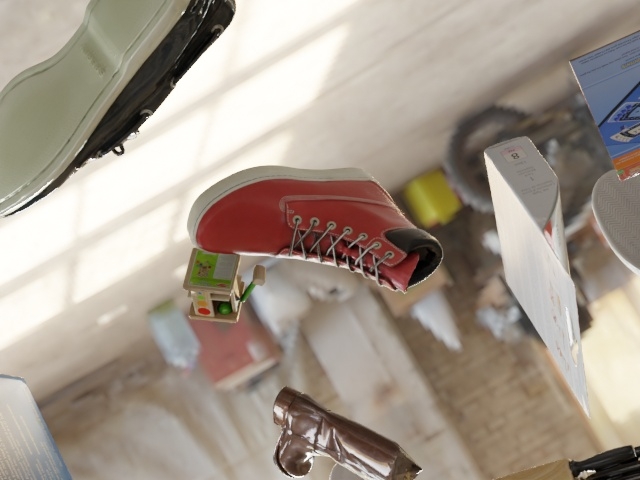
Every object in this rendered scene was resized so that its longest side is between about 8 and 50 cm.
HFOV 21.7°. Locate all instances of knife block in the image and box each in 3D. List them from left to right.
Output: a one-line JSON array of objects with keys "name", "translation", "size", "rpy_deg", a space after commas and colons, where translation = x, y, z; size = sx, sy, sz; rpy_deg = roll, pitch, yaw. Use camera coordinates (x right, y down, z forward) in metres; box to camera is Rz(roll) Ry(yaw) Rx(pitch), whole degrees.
[{"name": "knife block", "translation": [0.315, 0.339, 2.271], "size": [0.242, 0.276, 0.088], "rpy_deg": [-61, 151, 0]}]

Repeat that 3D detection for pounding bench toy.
[{"name": "pounding bench toy", "translation": [-0.095, 0.051, 1.752], "size": [0.083, 0.052, 0.065], "rpy_deg": [5, 144, 8]}]

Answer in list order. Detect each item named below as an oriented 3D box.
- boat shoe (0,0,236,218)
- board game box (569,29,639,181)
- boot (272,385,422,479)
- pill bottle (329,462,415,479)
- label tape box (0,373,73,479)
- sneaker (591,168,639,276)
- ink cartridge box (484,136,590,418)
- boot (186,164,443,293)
[{"name": "boat shoe", "translation": [-0.205, -0.135, 1.572], "size": [0.113, 0.127, 0.340], "rpy_deg": [15, 122, -49]}, {"name": "board game box", "translation": [0.407, -0.177, 1.690], "size": [0.281, 0.145, 0.027], "rpy_deg": [-23, 150, 10]}, {"name": "boot", "translation": [0.021, 0.162, 1.210], "size": [0.037, 0.114, 0.106], "rpy_deg": [-53, 153, -28]}, {"name": "pill bottle", "translation": [0.084, 0.370, 2.174], "size": [0.108, 0.193, 0.108], "rpy_deg": [-12, -147, 8]}, {"name": "label tape box", "translation": [-0.366, 0.247, 1.613], "size": [0.115, 0.249, 0.348], "rpy_deg": [-35, 160, 15]}, {"name": "sneaker", "translation": [0.465, 0.044, 2.196], "size": [0.108, 0.292, 0.169], "rpy_deg": [-38, 157, -3]}, {"name": "ink cartridge box", "translation": [0.238, 0.033, 1.675], "size": [0.066, 0.232, 0.189], "rpy_deg": [-21, 129, -9]}, {"name": "boot", "translation": [0.000, 0.000, 1.708], "size": [0.244, 0.176, 0.088], "rpy_deg": [-8, 126, -33]}]
